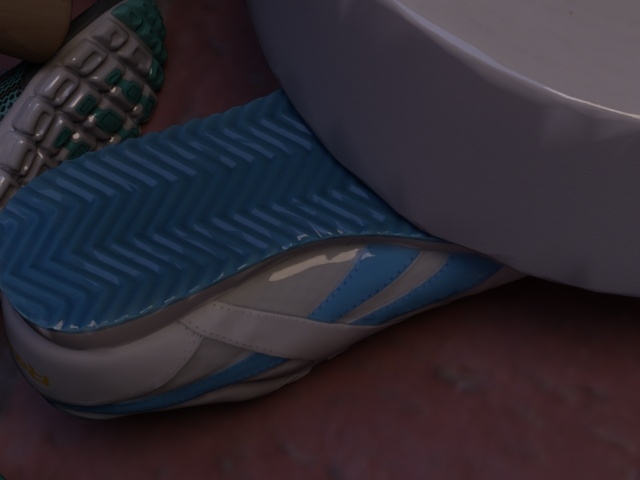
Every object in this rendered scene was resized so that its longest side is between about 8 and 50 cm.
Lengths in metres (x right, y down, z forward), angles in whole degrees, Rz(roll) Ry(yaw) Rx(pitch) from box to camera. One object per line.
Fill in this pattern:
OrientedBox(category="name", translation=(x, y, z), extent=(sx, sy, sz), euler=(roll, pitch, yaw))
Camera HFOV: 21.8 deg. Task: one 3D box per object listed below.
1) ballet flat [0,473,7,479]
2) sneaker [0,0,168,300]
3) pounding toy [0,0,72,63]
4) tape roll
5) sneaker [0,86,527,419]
OrientedBox(category="ballet flat", translation=(-0.144, 0.102, 0.572), extent=(0.247, 0.087, 0.083), euler=(20, 73, 22))
OrientedBox(category="sneaker", translation=(-0.130, -0.040, 0.650), extent=(0.076, 0.065, 0.166), euler=(33, 76, 29))
OrientedBox(category="pounding toy", translation=(-0.076, -0.159, 0.637), extent=(0.181, 0.094, 0.206), euler=(5, 79, 47))
OrientedBox(category="tape roll", translation=(0.114, -0.126, 0.560), extent=(0.286, 0.100, 0.286), euler=(2, 59, -3))
OrientedBox(category="sneaker", translation=(0.000, 0.000, 0.587), extent=(0.228, 0.092, 0.087), euler=(-13, 60, -13))
